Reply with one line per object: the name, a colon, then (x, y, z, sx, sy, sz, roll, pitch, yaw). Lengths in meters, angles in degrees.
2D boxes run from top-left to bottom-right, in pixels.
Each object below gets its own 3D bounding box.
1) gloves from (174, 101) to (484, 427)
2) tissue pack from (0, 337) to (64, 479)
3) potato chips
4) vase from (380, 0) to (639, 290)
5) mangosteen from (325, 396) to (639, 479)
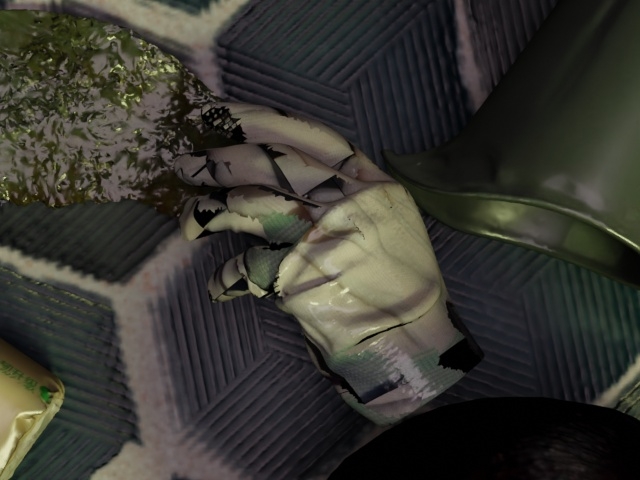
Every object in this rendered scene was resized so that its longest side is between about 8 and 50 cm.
gloves: (0.002, -0.002, 0.631, 0.127, 0.111, 0.212, -31, 84, -31)
tissue pack: (-0.285, 0.099, 0.639, 0.222, 0.090, 0.186, 33, 88, -1)
potato chips: (-0.151, -0.074, 0.689, 0.209, 0.026, 0.142, 41, 88, -2)
vase: (0.212, -0.109, 0.647, 0.251, 0.156, 0.301, 30, 86, 10)
mangosteen: (0.099, 0.251, 0.578, 0.306, 0.307, 0.347, 34, 117, -3)
